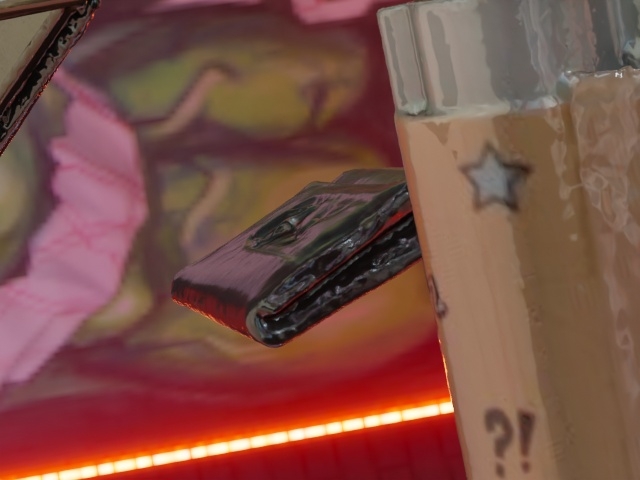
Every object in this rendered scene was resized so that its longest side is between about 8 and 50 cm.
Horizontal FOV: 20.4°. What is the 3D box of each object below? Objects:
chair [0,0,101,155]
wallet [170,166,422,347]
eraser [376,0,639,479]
[{"bbox_3d":[-0.228,-0.153,1.117,0.166,0.272,0.188,52,-51,13],"label":"chair"},{"bbox_3d":[0.000,0.000,1.155,0.049,0.182,0.229,60,-15,-11],"label":"wallet"},{"bbox_3d":[0.135,0.033,0.711,0.087,0.171,0.290,-138,-144,-78],"label":"eraser"}]
